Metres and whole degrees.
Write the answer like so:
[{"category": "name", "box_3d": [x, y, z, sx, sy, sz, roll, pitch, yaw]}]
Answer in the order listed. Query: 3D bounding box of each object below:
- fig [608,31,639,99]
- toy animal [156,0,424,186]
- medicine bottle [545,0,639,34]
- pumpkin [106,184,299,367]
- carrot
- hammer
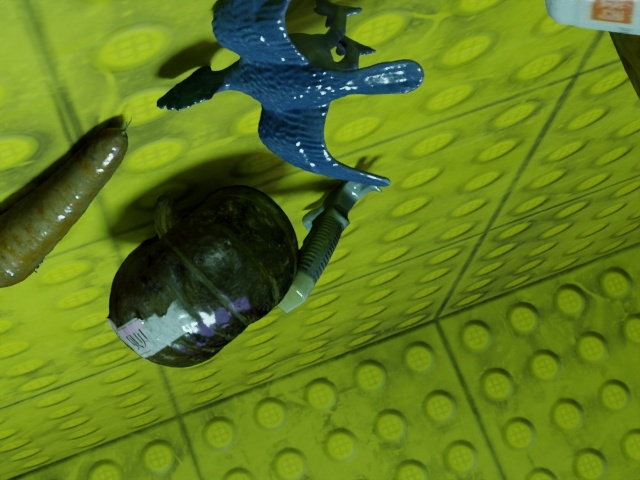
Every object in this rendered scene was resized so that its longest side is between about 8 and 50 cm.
[{"category": "fig", "box_3d": [0.456, -0.245, 1.149, 0.343, 0.343, 0.343, -21, 164, -6]}, {"category": "toy animal", "box_3d": [-0.026, -0.147, 1.086, 0.176, 0.239, 0.255, -44, -142, -23]}, {"category": "medicine bottle", "box_3d": [0.371, -0.250, 0.894, 0.371, 0.211, 0.211, 9, 169, 13]}, {"category": "pumpkin", "box_3d": [-0.151, 0.027, 1.441, 0.260, 0.189, 0.260, -35, -165, 11]}, {"category": "carrot", "box_3d": [-0.278, -0.044, 1.245, 0.298, 0.078, 0.078, -38, 158, 32]}, {"category": "hammer", "box_3d": [0.000, 0.000, 1.570, 0.158, 0.041, 0.226, -39, -165, 44]}]
